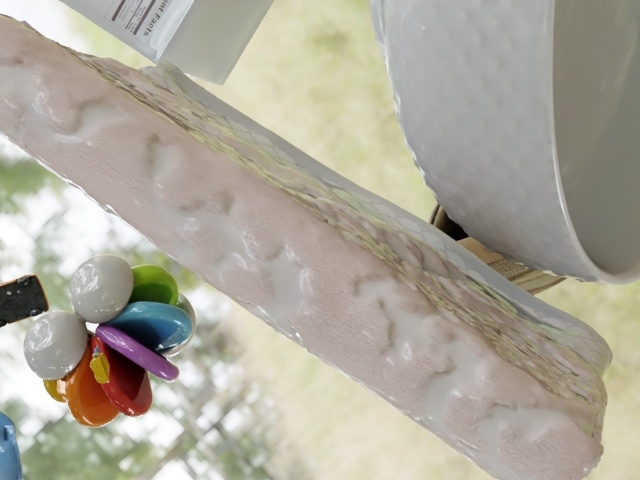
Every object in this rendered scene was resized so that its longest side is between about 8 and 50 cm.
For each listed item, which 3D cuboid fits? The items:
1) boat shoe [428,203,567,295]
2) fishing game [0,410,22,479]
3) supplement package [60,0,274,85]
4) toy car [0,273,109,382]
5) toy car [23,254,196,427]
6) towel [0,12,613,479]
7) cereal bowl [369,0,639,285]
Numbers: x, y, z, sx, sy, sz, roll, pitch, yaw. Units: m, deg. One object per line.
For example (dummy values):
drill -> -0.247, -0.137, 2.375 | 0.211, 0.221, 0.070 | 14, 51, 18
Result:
boat shoe -> 0.160, 0.003, 1.744 | 0.121, 0.341, 0.110 | -11, 105, 49
fishing game -> -0.362, 0.210, 1.747 | 0.264, 0.189, 0.041 | 33, -168, 18
supplement package -> -0.179, -0.307, 1.773 | 0.262, 0.198, 0.199 | 33, -173, 14
toy car -> -0.227, 0.077, 1.504 | 0.122, 0.060, 0.040 | 53, -173, -12
toy car -> -0.204, 0.114, 1.906 | 0.159, 0.182, 0.136 | 37, -176, -47
towel -> 0.000, 0.000, 0.908 | 0.332, 0.053, 0.317 | 33, -172, 8
cereal bowl -> 0.124, -0.152, 0.991 | 0.141, 0.339, 0.339 | 10, 165, 28
